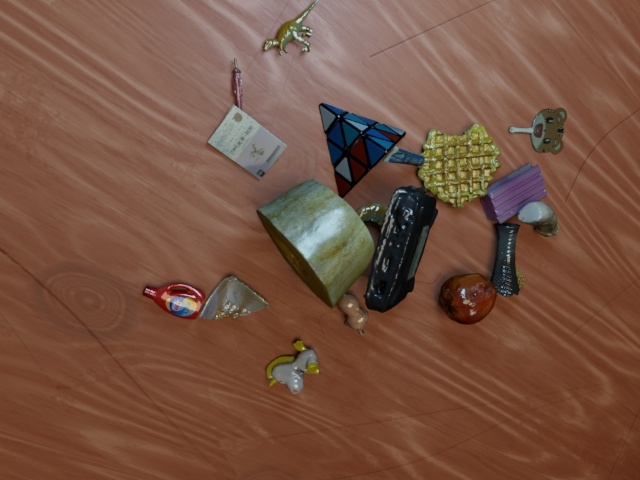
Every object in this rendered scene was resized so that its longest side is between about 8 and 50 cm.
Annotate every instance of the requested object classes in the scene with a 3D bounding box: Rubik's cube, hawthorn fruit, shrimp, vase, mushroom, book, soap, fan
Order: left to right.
[{"bbox_3d":[-0.200,-0.266,1.264,0.182,0.014,0.127,35,99,-24],"label":"book"},{"bbox_3d":[0.114,-0.206,1.309,0.284,0.250,0.234,11,120,-23],"label":"Rubik's cube"},{"bbox_3d":[0.159,-0.031,1.423,0.166,0.049,0.161,-33,108,-4],"label":"shrimp"},{"bbox_3d":[0.484,0.187,1.520,0.173,0.173,0.179,45,68,-21],"label":"hawthorn fruit"},{"bbox_3d":[0.626,0.062,1.557,0.115,0.115,0.237,-4,101,-15],"label":"vase"},{"bbox_3d":[0.637,-0.155,1.515,0.203,0.065,0.122,-29,111,-7],"label":"soap"},{"bbox_3d":[0.716,-0.361,1.514,0.227,0.008,0.152,-3,106,-16],"label":"fan"},{"bbox_3d":[0.738,-0.070,1.526,0.223,0.081,0.092,16,118,-46],"label":"mushroom"}]

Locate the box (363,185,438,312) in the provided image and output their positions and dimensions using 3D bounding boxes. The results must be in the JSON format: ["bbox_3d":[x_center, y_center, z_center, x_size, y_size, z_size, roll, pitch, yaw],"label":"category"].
[{"bbox_3d":[0.245,0.021,1.332,0.091,0.350,0.359,19,101,22],"label":"box"}]

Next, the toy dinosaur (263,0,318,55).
[{"bbox_3d":[-0.078,-0.569,1.217,0.126,0.039,0.162,7,101,-16],"label":"toy dinosaur"}]

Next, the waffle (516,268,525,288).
[{"bbox_3d":[0.689,0.145,1.637,0.085,0.016,0.078,-22,105,-10],"label":"waffle"}]

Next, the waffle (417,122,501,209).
[{"bbox_3d":[0.433,-0.246,1.435,0.291,0.051,0.291,-2,101,-9],"label":"waffle"}]

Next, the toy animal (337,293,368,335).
[{"bbox_3d":[0.099,0.225,1.458,0.089,0.083,0.150,-26,99,6],"label":"toy animal"}]

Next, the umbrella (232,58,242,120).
[{"bbox_3d":[-0.220,-0.398,1.228,0.027,0.025,0.165,-11,111,-29],"label":"umbrella"}]

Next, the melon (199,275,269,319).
[{"bbox_3d":[-0.250,0.171,1.338,0.202,0.093,0.139,-6,98,-19],"label":"melon"}]

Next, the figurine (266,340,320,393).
[{"bbox_3d":[-0.085,0.411,1.456,0.178,0.109,0.129,-40,85,-2],"label":"figurine"}]

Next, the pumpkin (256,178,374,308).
[{"bbox_3d":[0.000,0.000,1.241,0.199,0.332,0.332,-34,111,-10],"label":"pumpkin"}]

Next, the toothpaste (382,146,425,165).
[{"bbox_3d":[0.250,-0.237,1.318,0.197,0.035,0.057,-3,145,-49],"label":"toothpaste"}]

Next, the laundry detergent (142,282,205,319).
[{"bbox_3d":[-0.419,0.162,1.307,0.165,0.049,0.097,23,90,-19],"label":"laundry detergent"}]
